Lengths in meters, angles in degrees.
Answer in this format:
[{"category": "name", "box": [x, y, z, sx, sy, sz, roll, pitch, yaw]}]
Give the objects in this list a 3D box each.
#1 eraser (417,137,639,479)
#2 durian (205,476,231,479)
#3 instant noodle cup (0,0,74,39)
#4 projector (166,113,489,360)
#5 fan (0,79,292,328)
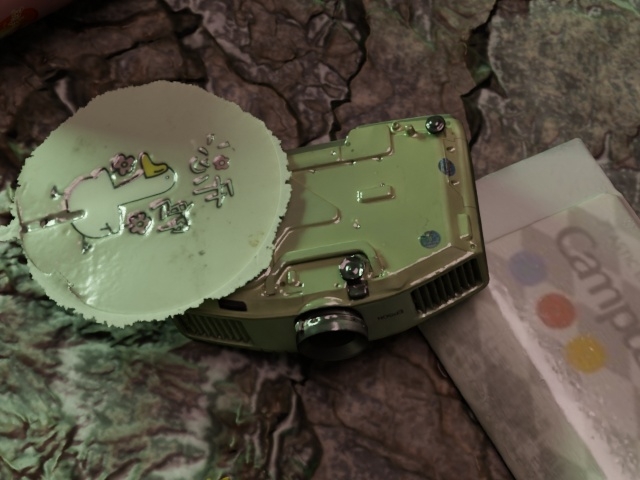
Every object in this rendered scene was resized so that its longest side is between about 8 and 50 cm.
[{"category": "eraser", "box": [0.240, 0.115, 1.447, 0.213, 0.082, 0.397, -23, 67, -22]}, {"category": "durian", "box": [-0.089, 0.255, 1.297, 0.182, 0.165, 0.132, -7, 92, 11]}, {"category": "instant noodle cup", "box": [-0.280, -0.298, 1.508, 0.231, 0.243, 0.243, -27, 69, -30]}, {"category": "projector", "box": [0.000, 0.000, 1.421, 0.269, 0.088, 0.193, -10, 61, 8]}, {"category": "fan", "box": [-0.227, -0.016, 1.417, 0.415, 0.012, 0.233, -13, 60, 2]}]
